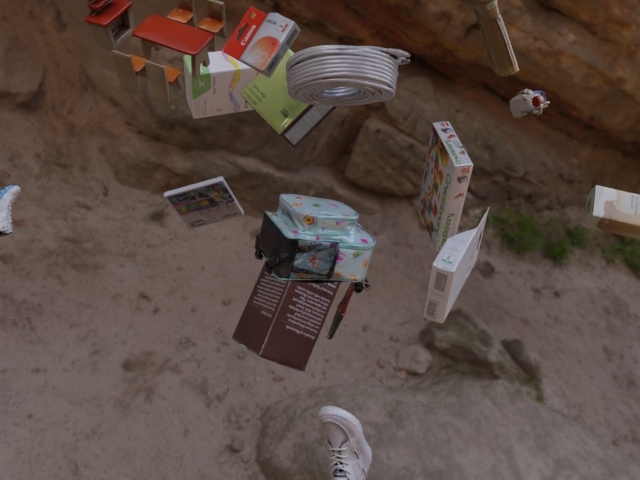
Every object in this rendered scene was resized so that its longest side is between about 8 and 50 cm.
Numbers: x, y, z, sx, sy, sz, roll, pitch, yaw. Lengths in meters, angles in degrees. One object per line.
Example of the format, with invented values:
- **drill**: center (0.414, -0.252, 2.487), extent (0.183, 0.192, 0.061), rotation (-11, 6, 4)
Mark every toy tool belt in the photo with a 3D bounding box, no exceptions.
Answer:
- **toy tool belt**: center (0.388, -0.253, 1.044), extent (0.051, 0.052, 0.083), rotation (-17, 8, -19)

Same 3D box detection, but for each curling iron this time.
- **curling iron**: center (0.079, 0.212, 1.754), extent (0.068, 0.274, 0.035), rotation (12, 34, -23)

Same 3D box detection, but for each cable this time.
- **cable**: center (0.048, -0.367, 1.303), extent (0.257, 0.089, 0.257), rotation (0, 0, -23)

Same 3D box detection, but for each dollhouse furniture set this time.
- **dollhouse furniture set**: center (-0.354, -0.443, 1.194), extent (0.259, 0.135, 0.262), rotation (20, 54, 9)

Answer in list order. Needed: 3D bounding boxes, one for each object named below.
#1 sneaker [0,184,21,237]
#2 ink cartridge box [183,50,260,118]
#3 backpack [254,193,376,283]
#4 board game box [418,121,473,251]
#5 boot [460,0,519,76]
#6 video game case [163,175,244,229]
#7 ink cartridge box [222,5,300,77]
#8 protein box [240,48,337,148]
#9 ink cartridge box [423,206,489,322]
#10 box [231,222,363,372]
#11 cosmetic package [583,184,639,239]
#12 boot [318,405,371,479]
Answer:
- **sneaker**: center (-0.792, -0.054, 1.420), extent (0.083, 0.071, 0.191), rotation (31, 58, -13)
- **ink cartridge box**: center (-0.313, -0.586, 2.114), extent (0.353, 0.207, 0.119), rotation (-14, 58, -18)
- **backpack**: center (0.000, 0.000, 1.001), extent (0.188, 0.144, 0.166), rotation (14, 11, -26)
- **board game box**: center (0.336, -0.144, 1.572), extent (0.053, 0.305, 0.193), rotation (-6, 45, -7)
- **boot**: center (0.538, -0.682, 1.853), extent (0.269, 0.089, 0.236), rotation (60, 13, -29)
- **video game case**: center (-0.375, -0.119, 1.864), extent (0.201, 0.183, 0.023), rotation (-14, 52, 9)
- **ink cartridge box**: center (-0.158, -0.510, 1.438), extent (0.179, 0.145, 0.045), rotation (34, 2, 23)
- **protein box**: center (-0.091, -0.429, 1.740), extent (0.200, 0.201, 0.136), rotation (47, 4, 20)
- **ink cartridge box**: center (0.302, 0.048, 1.276), extent (0.056, 0.181, 0.225), rotation (20, 49, 20)
- **box**: center (-0.058, 0.107, 1.406), extent (0.143, 0.381, 0.191), rotation (29, -10, -26)
- **cosmetic package**: center (0.477, -0.041, 0.893), extent (0.115, 0.041, 0.060), rotation (13, 66, 8)
- **boot**: center (0.057, 0.512, 1.367), extent (0.258, 0.095, 0.123), rotation (61, 31, -35)
